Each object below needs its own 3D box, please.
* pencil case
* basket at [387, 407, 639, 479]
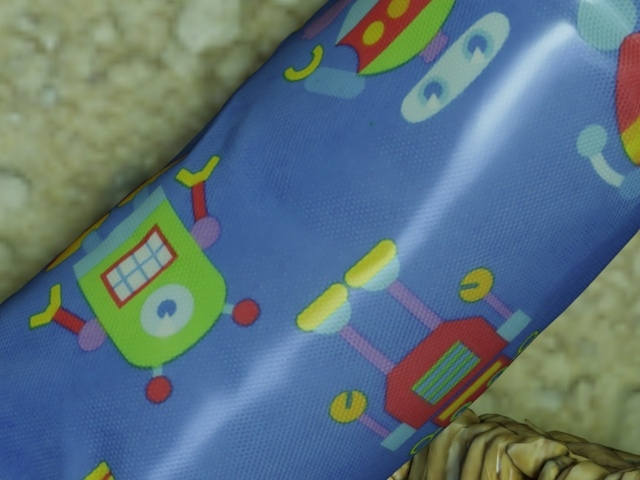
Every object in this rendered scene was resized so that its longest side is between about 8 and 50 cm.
[{"bbox_3d":[0.000,0.000,0.600,0.306,0.119,0.133,-46,62,6],"label":"pencil case"},{"bbox_3d":[0.106,0.224,0.630,0.223,0.213,0.299,17,87,-33],"label":"basket"}]
